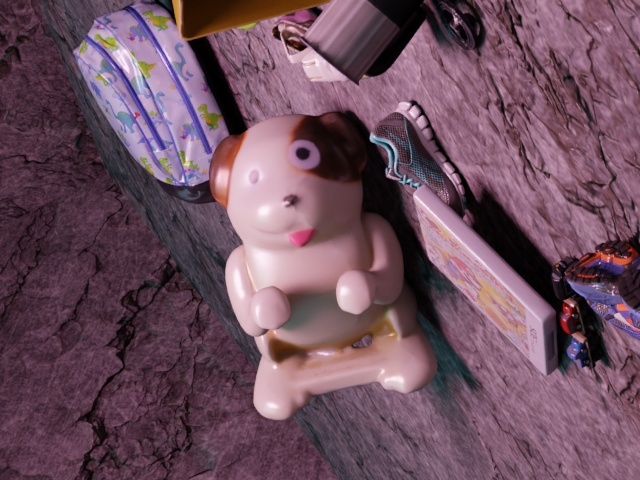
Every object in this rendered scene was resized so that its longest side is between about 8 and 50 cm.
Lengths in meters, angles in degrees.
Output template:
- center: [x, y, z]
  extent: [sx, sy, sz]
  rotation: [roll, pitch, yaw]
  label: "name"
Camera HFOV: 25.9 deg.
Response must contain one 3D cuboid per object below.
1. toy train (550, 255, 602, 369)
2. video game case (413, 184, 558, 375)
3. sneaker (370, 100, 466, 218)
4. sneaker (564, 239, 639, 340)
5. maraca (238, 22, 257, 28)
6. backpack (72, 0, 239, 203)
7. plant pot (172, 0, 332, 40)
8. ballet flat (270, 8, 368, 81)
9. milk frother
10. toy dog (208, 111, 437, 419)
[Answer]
- center: [0.288, 0.087, 1.576]
  extent: [0.027, 0.036, 0.158]
  rotation: [41, 156, 54]
  label: "toy train"
- center: [0.204, 0.052, 1.704]
  extent: [0.227, 0.026, 0.206]
  rotation: [47, 172, 24]
  label: "video game case"
- center: [0.119, -0.088, 1.739]
  extent: [0.166, 0.076, 0.065]
  rotation: [59, 167, 5]
  label: "sneaker"
- center: [0.325, 0.059, 1.344]
  extent: [0.087, 0.083, 0.221]
  rotation: [51, 175, -19]
  label: "sneaker"
- center: [-0.112, -0.383, 1.932]
  extent: [0.127, 0.099, 0.185]
  rotation: [33, 131, 30]
  label: "maraca"
- center: [-0.292, -0.266, 2.545]
  extent: [0.290, 0.273, 0.355]
  rotation: [-129, 28, -56]
  label: "backpack"
- center: [-0.094, -0.391, 1.659]
  extent: [0.212, 0.212, 0.187]
  rotation: [105, 147, -71]
  label: "plant pot"
- center: [-0.001, -0.250, 1.830]
  extent: [0.221, 0.079, 0.076]
  rotation: [40, 155, 53]
  label: "ballet flat"
- center: [0.078, -0.221, 1.496]
  extent: [0.129, 0.134, 0.143]
  rotation: [32, -169, -40]
  label: "milk frother"
- center: [0.000, 0.000, 2.046]
  extent: [0.395, 0.285, 0.408]
  rotation: [-81, -20, -45]
  label: "toy dog"
